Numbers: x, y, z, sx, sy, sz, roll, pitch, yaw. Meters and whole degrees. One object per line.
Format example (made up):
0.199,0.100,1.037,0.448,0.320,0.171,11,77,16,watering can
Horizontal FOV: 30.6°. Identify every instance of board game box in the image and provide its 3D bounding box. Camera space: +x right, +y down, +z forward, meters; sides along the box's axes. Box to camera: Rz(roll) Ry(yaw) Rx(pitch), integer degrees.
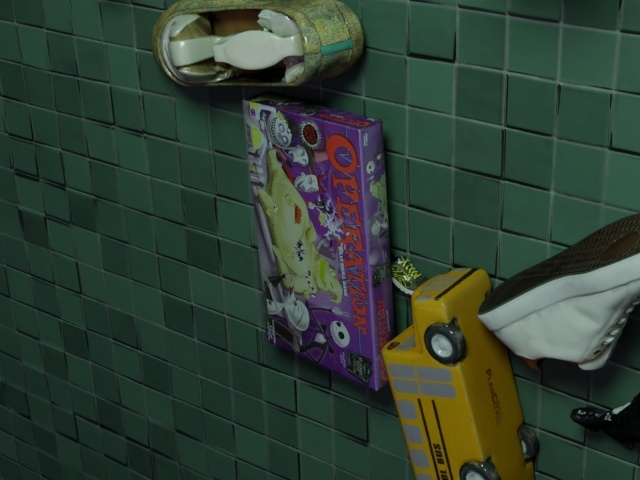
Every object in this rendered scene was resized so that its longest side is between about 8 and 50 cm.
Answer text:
0.000,0.000,1.463,0.208,0.056,0.347,16,121,39,board game box

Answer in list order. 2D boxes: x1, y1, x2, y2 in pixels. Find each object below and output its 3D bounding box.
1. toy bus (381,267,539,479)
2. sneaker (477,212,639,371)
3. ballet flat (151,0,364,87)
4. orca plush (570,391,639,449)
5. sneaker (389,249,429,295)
0.167,0.202,1.403,0.130,0.108,0.333,-1,111,42,toy bus
0.303,0.061,1.233,0.123,0.106,0.290,50,142,-7,sneaker
-0.109,-0.234,1.406,0.348,0.123,0.123,5,115,39,ballet flat
0.368,0.154,1.210,0.287,0.102,0.151,-28,92,45,orca plush
0.103,0.039,1.425,0.083,0.031,0.035,25,125,29,sneaker
